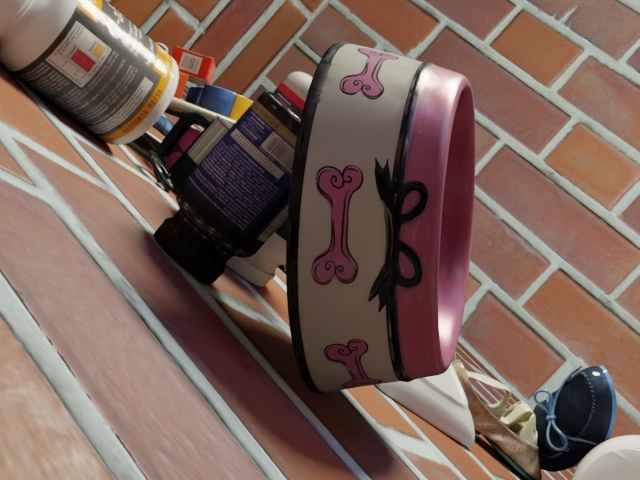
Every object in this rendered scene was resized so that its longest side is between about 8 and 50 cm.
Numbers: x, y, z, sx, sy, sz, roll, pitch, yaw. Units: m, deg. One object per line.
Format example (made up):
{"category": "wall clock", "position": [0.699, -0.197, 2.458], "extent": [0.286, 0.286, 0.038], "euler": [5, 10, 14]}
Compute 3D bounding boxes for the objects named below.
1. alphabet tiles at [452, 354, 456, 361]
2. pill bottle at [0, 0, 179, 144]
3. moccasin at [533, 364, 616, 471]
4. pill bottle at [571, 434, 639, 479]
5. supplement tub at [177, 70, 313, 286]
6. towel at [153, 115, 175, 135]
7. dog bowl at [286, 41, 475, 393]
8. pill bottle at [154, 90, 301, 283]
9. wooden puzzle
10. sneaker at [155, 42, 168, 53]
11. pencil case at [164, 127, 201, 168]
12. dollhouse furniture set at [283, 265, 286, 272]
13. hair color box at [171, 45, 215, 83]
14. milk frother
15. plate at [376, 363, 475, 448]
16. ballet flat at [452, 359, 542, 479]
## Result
{"category": "alphabet tiles", "position": [0.200, 0.148, 2.002], "extent": [0.284, 0.021, 0.277], "euler": [-127, -155, -67]}
{"category": "pill bottle", "position": [-0.346, -0.270, 1.466], "extent": [0.278, 0.162, 0.162], "euler": [39, 5, -37]}
{"category": "moccasin", "position": [0.445, 0.348, 1.926], "extent": [0.342, 0.117, 0.137], "euler": [98, -15, -50]}
{"category": "pill bottle", "position": [0.564, 0.461, 1.846], "extent": [0.229, 0.229, 0.408], "euler": [44, 5, 25]}
{"category": "supplement tub", "position": [-0.054, -0.088, 1.505], "extent": [0.191, 0.272, 0.191], "euler": [42, 5, -4]}
{"category": "towel", "position": [-0.327, -0.242, 2.204], "extent": [0.119, 0.029, 0.067], "euler": [39, 6, -40]}
{"category": "dog bowl", "position": [0.086, -0.021, 1.202], "extent": [0.150, 0.407, 0.408], "euler": [3, -5, 14]}
{"category": "pill bottle", "position": [-0.092, -0.059, 1.246], "extent": [0.123, 0.219, 0.123], "euler": [42, 4, -4]}
{"category": "wooden puzzle", "position": [-0.249, -0.253, 1.842], "extent": [0.348, 0.080, 0.322], "euler": [24, -1, -22]}
{"category": "sneaker", "position": [-0.310, -0.326, 1.811], "extent": [0.109, 0.040, 0.044], "euler": [15, 13, 30]}
{"category": "pencil case", "position": [-0.192, -0.130, 1.886], "extent": [0.209, 0.098, 0.095], "euler": [29, 56, -62]}
{"category": "dollhouse furniture set", "position": [0.000, 0.000, 1.904], "extent": [0.301, 0.151, 0.197], "euler": [42, 4, 1]}
{"category": "hair color box", "position": [-0.225, -0.304, 1.841], "extent": [0.072, 0.043, 0.141], "euler": [18, 1, -5]}
{"category": "milk frother", "position": [-0.190, -0.131, 1.639], "extent": [0.129, 0.134, 0.143], "euler": [40, 5, -12]}
{"category": "plate", "position": [0.145, 0.176, 1.701], "extent": [0.278, 0.045, 0.277], "euler": [37, 23, -40]}
{"category": "ballet flat", "position": [0.319, 0.320, 1.878], "extent": [0.316, 0.106, 0.107], "euler": [40, 4, -26]}
